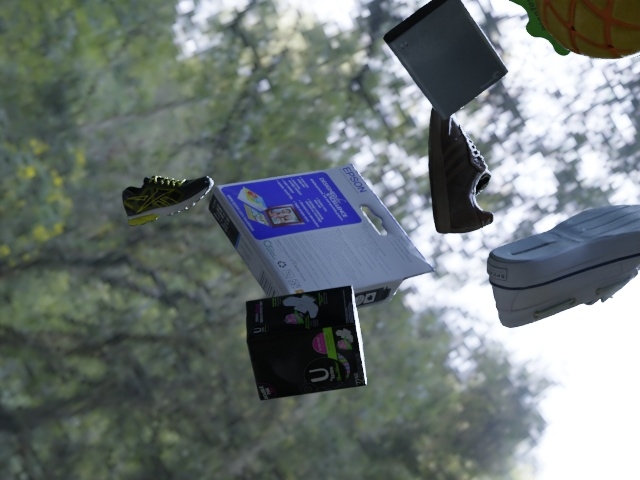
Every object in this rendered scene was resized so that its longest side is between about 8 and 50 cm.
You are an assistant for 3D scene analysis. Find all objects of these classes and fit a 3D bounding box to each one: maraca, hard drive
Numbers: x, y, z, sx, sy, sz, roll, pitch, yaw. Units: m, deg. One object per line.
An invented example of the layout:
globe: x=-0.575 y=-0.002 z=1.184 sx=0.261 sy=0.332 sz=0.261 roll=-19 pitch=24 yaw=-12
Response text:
maraca: x=0.235 y=-0.212 z=1.446 sx=0.186 sy=0.099 sz=0.127 roll=0 pitch=-53 yaw=56
hard drive: x=0.141 y=-0.207 z=1.827 sx=0.135 sy=0.094 sz=0.022 roll=48 pitch=7 yaw=-41

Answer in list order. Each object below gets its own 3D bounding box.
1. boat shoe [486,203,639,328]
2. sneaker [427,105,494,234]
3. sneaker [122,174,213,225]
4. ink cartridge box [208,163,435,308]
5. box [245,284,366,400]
boat shoe: x=0.248 y=0.023 z=1.531 sx=0.083 sy=0.226 sz=0.075 roll=32 pitch=-50 yaw=56
sneaker: x=0.167 y=-0.085 z=1.957 sx=0.066 sy=0.071 sz=0.188 roll=91 pitch=-2 yaw=-57
sneaker: x=-0.128 y=-0.039 z=1.340 sx=0.083 sy=0.031 sz=0.035 roll=-21 pitch=-79 yaw=18
ink cartridge box: x=0.000 y=0.000 z=1.986 sx=0.206 sy=0.208 sz=0.045 roll=54 pitch=-39 yaw=33
box: x=-0.011 y=0.078 z=1.239 sx=0.052 sy=0.083 sz=0.062 roll=-94 pitch=175 yaw=-56
